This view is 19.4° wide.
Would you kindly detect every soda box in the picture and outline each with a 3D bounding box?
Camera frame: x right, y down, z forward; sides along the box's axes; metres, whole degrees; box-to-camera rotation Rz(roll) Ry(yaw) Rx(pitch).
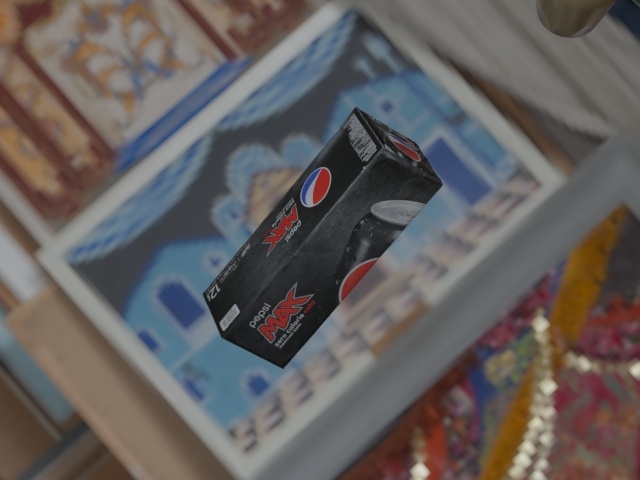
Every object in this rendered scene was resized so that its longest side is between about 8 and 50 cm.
[{"bbox_3d":[0.000,0.000,1.218,0.169,0.060,0.053,-50,35,17],"label":"soda box"}]

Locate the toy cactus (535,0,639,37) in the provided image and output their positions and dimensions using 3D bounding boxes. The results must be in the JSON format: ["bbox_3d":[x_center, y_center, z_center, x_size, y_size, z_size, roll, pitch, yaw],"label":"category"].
[{"bbox_3d":[0.133,-0.159,0.882,0.112,0.219,0.180,-54,-10,-18],"label":"toy cactus"}]
